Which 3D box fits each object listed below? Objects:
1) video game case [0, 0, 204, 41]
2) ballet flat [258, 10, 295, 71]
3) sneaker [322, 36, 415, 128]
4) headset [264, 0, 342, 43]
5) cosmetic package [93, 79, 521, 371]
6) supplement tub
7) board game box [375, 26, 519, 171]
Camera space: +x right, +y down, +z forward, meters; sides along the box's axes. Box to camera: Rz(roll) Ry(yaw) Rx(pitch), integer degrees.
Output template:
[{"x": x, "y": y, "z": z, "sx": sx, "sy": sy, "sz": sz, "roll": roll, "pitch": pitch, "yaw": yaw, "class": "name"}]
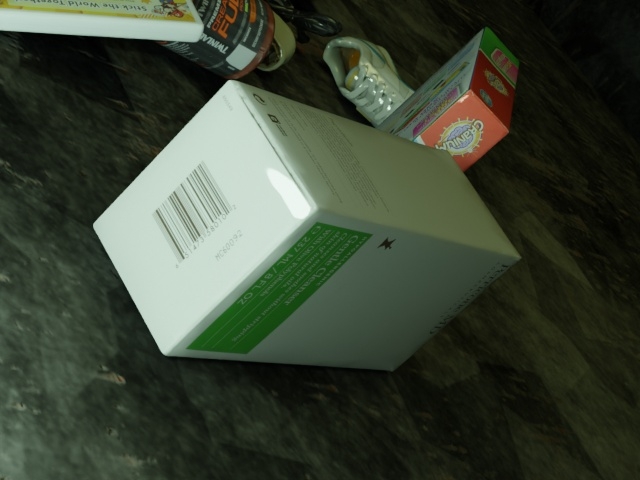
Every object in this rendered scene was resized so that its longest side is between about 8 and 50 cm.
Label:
[{"x": -0.253, "y": -0.277, "z": 1.429, "sx": 0.227, "sy": 0.026, "sz": 0.206, "roll": 0, "pitch": 45, "yaw": -30, "class": "video game case"}, {"x": -0.131, "y": -0.301, "z": 1.755, "sx": 0.248, "sy": 0.086, "sz": 0.086, "roll": 41, "pitch": 22, "yaw": -16, "class": "ballet flat"}, {"x": 0.081, "y": -0.197, "z": 1.953, "sx": 0.092, "sy": 0.087, "sz": 0.229, "roll": 12, "pitch": 32, "yaw": -44, "class": "sneaker"}, {"x": 0.015, "y": -0.441, "z": 2.063, "sx": 0.185, "sy": 0.243, "sz": 0.394, "roll": 23, "pitch": 50, "yaw": 10, "class": "headset"}, {"x": 0.000, "y": 0.000, "z": 1.289, "sx": 0.365, "sy": 0.197, "sz": 0.155, "roll": 11, "pitch": 40, "yaw": -54, "class": "cosmetic package"}, {"x": -0.151, "y": -0.264, "z": 1.604, "sx": 0.198, "sy": 0.106, "sz": 0.106, "roll": 23, "pitch": 31, "yaw": -43, "class": "supplement tub"}, {"x": 0.119, "y": -0.115, "z": 1.649, "sx": 0.064, "sy": 0.242, "sz": 0.316, "roll": 45, "pitch": 22, "yaw": -8, "class": "board game box"}]
